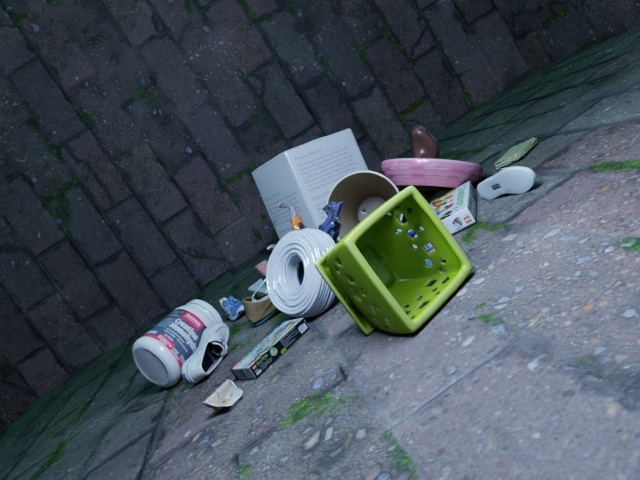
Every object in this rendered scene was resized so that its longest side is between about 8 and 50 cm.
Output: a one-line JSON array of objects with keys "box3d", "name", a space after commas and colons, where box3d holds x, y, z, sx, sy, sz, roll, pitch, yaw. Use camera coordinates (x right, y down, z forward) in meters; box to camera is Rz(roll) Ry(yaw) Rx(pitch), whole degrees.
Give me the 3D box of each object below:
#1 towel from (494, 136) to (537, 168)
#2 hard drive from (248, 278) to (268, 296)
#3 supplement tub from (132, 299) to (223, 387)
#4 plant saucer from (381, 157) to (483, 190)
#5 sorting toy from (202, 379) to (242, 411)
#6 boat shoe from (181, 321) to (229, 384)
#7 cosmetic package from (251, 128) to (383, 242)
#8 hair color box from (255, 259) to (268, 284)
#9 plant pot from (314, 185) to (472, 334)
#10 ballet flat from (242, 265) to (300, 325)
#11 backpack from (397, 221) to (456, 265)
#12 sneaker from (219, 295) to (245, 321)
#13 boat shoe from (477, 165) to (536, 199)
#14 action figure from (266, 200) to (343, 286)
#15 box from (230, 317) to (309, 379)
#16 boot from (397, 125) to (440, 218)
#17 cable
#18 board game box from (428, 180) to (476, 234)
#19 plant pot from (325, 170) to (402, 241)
[{"box3d": [0.653, -0.290, 1.870, 0.148, 0.027, 0.110, -40, 10, -34], "name": "towel"}, {"box3d": [-0.174, 0.158, 2.311, 0.210, 0.040, 0.318, -36, 9, -17], "name": "hard drive"}, {"box3d": [-0.472, 0.340, 1.883, 0.191, 0.191, 0.272, -25, 12, 41], "name": "supplement tub"}, {"box3d": [0.365, -0.213, 1.861, 0.332, 0.084, 0.332, 5, 2, 0], "name": "plant saucer"}, {"box3d": [-0.220, 0.371, 1.319, 0.075, 0.045, 0.083, -13, 20, 46], "name": "sorting toy"}, {"box3d": [-0.334, 0.336, 1.739, 0.088, 0.096, 0.267, -24, 13, 25], "name": "boat shoe"}, {"box3d": [-0.005, -0.177, 2.228, 0.329, 0.394, 0.327, -25, 3, -30], "name": "cosmetic package"}, {"box3d": [-0.175, 0.143, 2.077, 0.053, 0.093, 0.167, -33, 27, -13], "name": "hair color box"}, {"box3d": [0.139, 0.056, 1.186, 0.227, 0.228, 0.207, -38, 3, -31], "name": "plant pot"}, {"box3d": [-0.116, 0.151, 1.867, 0.342, 0.124, 0.116, -31, 7, 9], "name": "ballet flat"}, {"box3d": [0.239, 0.016, 1.383, 0.173, 0.117, 0.158, -23, 14, 38], "name": "backpack"}, {"box3d": [-0.349, 0.266, 2.216, 0.080, 0.081, 0.211, -36, 10, -29], "name": "sneaker"}, {"box3d": [0.514, -0.169, 1.528, 0.070, 0.078, 0.219, -37, 8, -18], "name": "boat shoe"}, {"box3d": [0.000, 0.000, 1.735, 0.178, 0.330, 0.341, -13, -46, -53], "name": "action figure"}, {"box3d": [-0.132, 0.285, 1.480, 0.207, 0.036, 0.114, -40, 11, -36], "name": "box"}, {"box3d": [0.330, -0.256, 2.082, 0.096, 0.264, 0.280, 15, 41, 44], "name": "boot"}, {"box3d": [-0.053, 0.091, 1.596, 0.089, 0.257, 0.257, 6, 10, -40], "name": "cable"}, {"box3d": [0.358, -0.074, 1.642, 0.193, 0.053, 0.305, -29, 10, 23], "name": "board game box"}, {"box3d": [0.169, -0.099, 1.953, 0.256, 0.256, 0.274, -31, -6, 11], "name": "plant pot"}]
